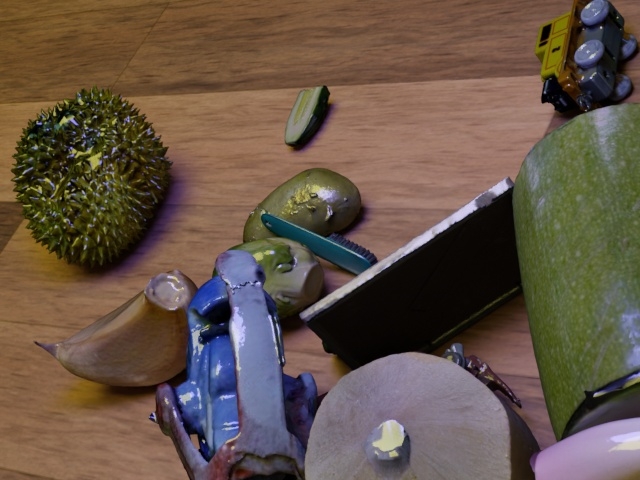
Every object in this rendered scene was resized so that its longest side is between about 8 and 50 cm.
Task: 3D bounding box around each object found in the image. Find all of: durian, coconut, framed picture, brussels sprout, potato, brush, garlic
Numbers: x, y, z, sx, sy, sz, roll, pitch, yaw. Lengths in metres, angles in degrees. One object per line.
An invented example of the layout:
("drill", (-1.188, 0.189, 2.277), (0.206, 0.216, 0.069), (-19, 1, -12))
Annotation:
("durian", (-0.367, -0.101, 2.348), (0.291, 0.225, 0.291), (-3, 82, 20))
("coconut", (0.109, 0.243, 1.526), (0.239, 0.244, 0.239), (-12, 60, 22))
("framed picture", (0.139, 0.058, 1.753), (0.289, 0.211, 0.020), (-34, 54, 7))
("brussels sprout", (-0.071, 0.054, 2.004), (0.155, 0.155, 0.117), (16, 103, 48))
("potato", (-0.030, -0.036, 2.099), (0.188, 0.085, 0.105), (-32, 59, 14))
("brush", (0.000, 0.000, 2.026), (0.193, 0.043, 0.032), (27, 53, 28))
("garlic", (-0.261, 0.126, 2.057), (0.245, 0.164, 0.145), (-27, 55, 24))

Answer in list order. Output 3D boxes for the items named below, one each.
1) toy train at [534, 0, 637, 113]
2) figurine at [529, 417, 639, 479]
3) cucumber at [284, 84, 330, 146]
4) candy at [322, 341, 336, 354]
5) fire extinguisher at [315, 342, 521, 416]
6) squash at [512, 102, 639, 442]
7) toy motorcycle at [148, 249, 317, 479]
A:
("toy train", (0.352, -0.246, 1.996), (0.127, 0.089, 0.219), (-21, 40, 39))
("figurine", (0.385, 0.262, 1.280), (0.316, 0.206, 0.284), (-27, 79, 36))
("cucumber", (-0.020, -0.188, 2.287), (0.067, 0.035, 0.107), (-7, 54, 49))
("candy", (0.105, 0.063, 1.859), (0.069, 0.149, 0.246), (42, 84, 9))
("fire extinguisher", (0.074, 0.223, 1.728), (0.337, 0.106, 0.147), (-27, 54, 17))
("squash", (0.343, 0.072, 1.525), (0.263, 0.263, 0.384), (-23, 40, 20))
("toy motorcycle", (-0.073, 0.160, 1.665), (0.241, 0.182, 0.319), (-47, 44, 36))
